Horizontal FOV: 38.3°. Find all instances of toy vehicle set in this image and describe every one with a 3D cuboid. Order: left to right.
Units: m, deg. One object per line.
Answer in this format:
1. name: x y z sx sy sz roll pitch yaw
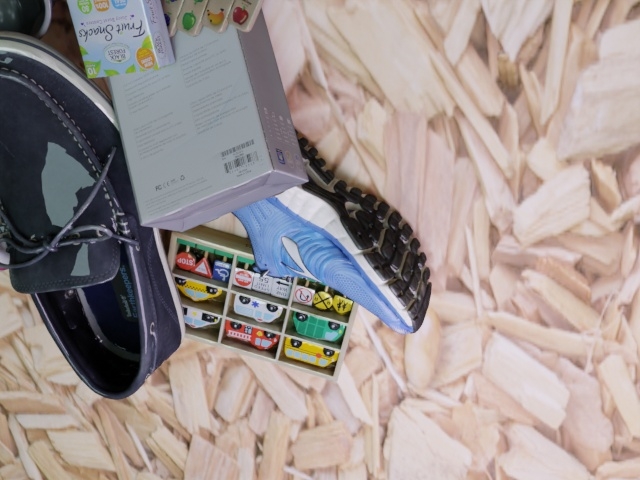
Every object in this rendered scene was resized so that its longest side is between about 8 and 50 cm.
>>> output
1. toy vehicle set: -0.083 0.084 1.261 0.266 0.035 0.166 16 121 5

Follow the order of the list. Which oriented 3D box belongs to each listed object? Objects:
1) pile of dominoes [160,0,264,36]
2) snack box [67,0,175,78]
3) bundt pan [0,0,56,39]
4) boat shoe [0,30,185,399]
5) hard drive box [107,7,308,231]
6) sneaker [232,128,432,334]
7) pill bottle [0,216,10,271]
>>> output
1. pile of dominoes: -0.165 -0.319 0.990 0.251 0.040 0.196 4 96 26
2. snack box: -0.222 -0.253 0.998 0.100 0.037 0.141 0 112 27
3. bundt pan: -0.440 -0.343 1.044 0.330 0.124 0.331 5 129 6
4. boat shoe: -0.297 -0.010 1.117 0.186 0.156 0.500 -4 125 16
5. hard drive box: -0.135 -0.149 1.048 0.181 0.089 0.232 -19 78 23
6. sneaker: 0.000 0.000 1.158 0.330 0.130 0.147 43 127 -2
7. pill bottle: -0.533 -0.006 1.247 0.283 0.160 0.160 -19 112 22
